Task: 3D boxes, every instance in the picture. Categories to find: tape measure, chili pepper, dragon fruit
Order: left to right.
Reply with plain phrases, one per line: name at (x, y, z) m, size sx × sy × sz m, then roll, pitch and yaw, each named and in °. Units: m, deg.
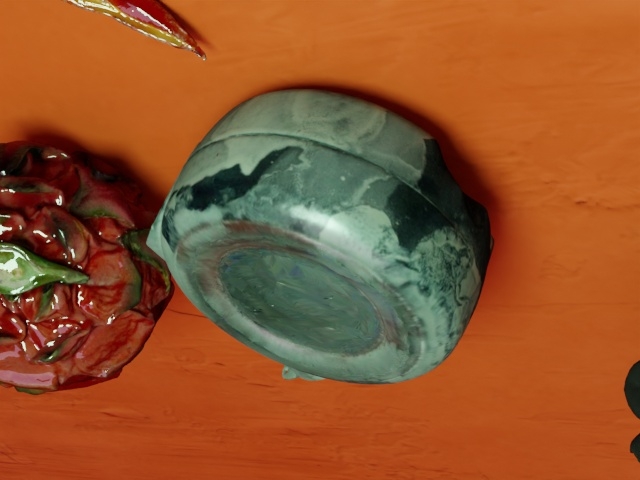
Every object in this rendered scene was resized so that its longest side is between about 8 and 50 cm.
dragon fruit at (-0.243, 0.021, 1.024) m, size 0.234 × 0.233 × 0.293 m, roll 27°, pitch -179°, yaw -11°
chili pepper at (-0.159, -0.183, 0.826) m, size 0.178 × 0.027 × 0.045 m, roll 27°, pitch 150°, yaw -11°
tape measure at (0.000, 0.000, 0.903) m, size 0.275 × 0.147 × 0.256 m, roll -14°, pitch 132°, yaw 45°

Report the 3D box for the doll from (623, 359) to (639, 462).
doll at (0.342, 0.121, 0.826) m, size 0.247 × 0.247 × 0.349 m, roll 12°, pitch 133°, yaw 11°
